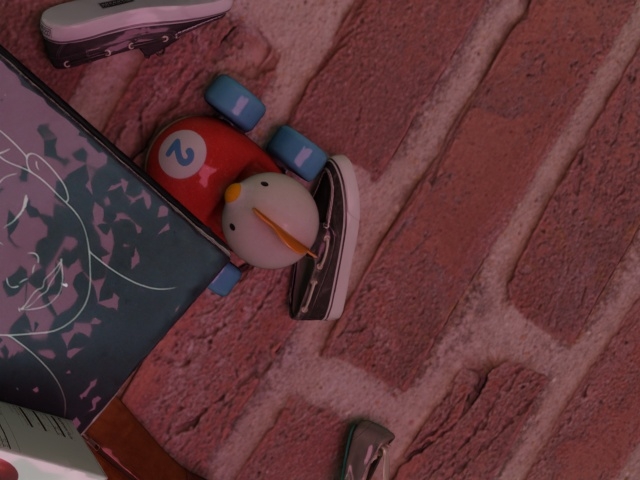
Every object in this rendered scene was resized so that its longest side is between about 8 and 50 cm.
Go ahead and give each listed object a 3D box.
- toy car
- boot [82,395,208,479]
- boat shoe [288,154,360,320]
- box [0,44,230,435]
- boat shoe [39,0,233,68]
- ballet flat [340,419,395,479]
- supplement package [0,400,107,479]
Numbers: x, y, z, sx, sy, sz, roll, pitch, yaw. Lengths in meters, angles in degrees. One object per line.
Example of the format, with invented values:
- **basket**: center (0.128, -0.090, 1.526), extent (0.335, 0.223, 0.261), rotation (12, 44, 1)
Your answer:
- **toy car**: center (-0.086, -0.043, 1.822), extent (0.210, 0.238, 0.219), rotation (38, 88, -28)
- **boot**: center (-0.232, 0.365, 1.916), extent (0.280, 0.096, 0.264), rotation (46, 59, -29)
- **boat shoe**: center (0.000, 0.000, 1.964), extent (0.070, 0.078, 0.219), rotation (-2, 108, -25)
- **box**: center (-0.442, 0.015, 1.576), extent (0.480, 0.297, 0.472), rotation (-49, 119, -4)
- **boat shoe**: center (-0.209, -0.244, 1.802), extent (0.228, 0.080, 0.076), rotation (-17, 129, -22)
- **ballet flat**: center (0.050, 0.347, 2.089), extent (0.068, 0.072, 0.213), rotation (17, 98, 15)
- **supplement package**: center (-0.339, 0.252, 1.445), extent (0.203, 0.149, 0.194), rotation (19, 97, -26)
